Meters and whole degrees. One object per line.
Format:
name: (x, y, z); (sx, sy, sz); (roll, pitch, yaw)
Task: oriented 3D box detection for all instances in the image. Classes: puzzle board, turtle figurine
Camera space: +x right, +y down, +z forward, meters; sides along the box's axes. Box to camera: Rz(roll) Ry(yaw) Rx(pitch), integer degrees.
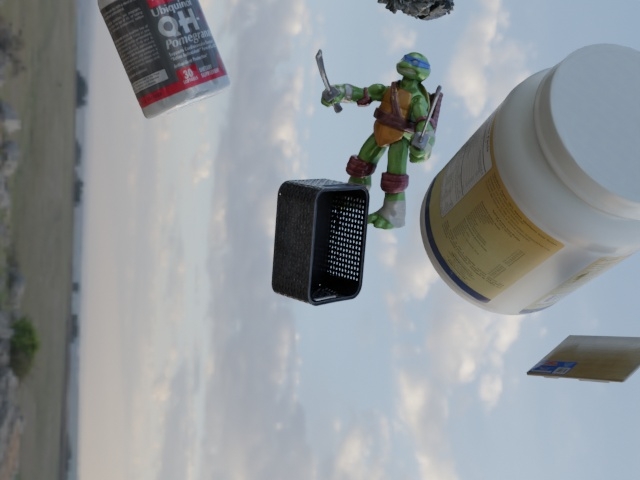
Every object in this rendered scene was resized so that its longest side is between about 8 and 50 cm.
puzzle board: (0.312, 0.135, 1.031); (0.128, 0.096, 0.011); (-6, -71, 51)
turtle figurine: (0.077, -0.158, 1.395); (0.275, 0.197, 0.266); (-56, 160, -68)

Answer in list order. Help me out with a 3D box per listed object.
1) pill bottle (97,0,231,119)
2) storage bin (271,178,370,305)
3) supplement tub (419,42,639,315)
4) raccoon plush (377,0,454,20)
pill bottle: (-0.299, -0.397, 1.658); (0.318, 0.176, 0.176); (68, -12, -10)
storage bin: (0.000, 0.000, 1.394); (0.084, 0.122, 0.180); (15, -75, 42)
supplement tub: (0.275, -0.062, 1.065); (0.316, 0.228, 0.228); (128, -39, -61)
raccoon plush: (0.143, -0.566, 1.529); (0.299, 0.446, 0.216); (123, -31, -42)
